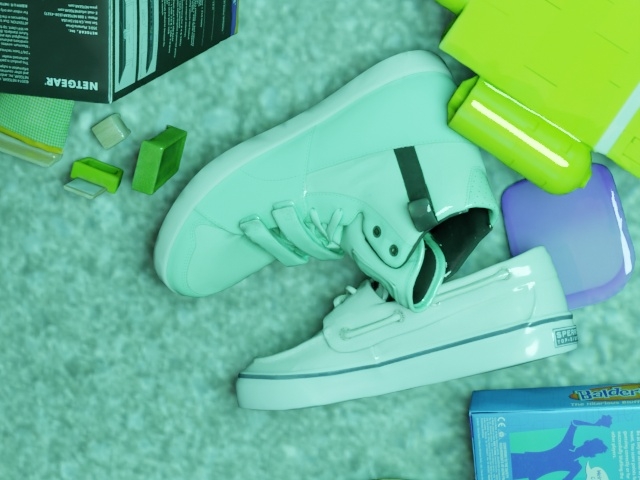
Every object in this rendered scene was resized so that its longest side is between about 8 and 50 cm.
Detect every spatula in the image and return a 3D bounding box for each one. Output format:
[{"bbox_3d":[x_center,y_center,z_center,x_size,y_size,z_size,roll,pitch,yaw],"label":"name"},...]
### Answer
[{"bbox_3d":[0.136,-0.096,1.172,0.084,0.030,0.296,-15,102,19],"label":"spatula"}]

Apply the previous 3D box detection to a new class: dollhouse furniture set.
[{"bbox_3d":[-0.176,-0.076,1.253,0.151,0.058,0.076,20,111,9],"label":"dollhouse furniture set"}]

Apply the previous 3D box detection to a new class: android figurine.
[{"bbox_3d":[0.189,-0.144,1.088,0.273,0.056,0.248,35,108,-2],"label":"android figurine"}]

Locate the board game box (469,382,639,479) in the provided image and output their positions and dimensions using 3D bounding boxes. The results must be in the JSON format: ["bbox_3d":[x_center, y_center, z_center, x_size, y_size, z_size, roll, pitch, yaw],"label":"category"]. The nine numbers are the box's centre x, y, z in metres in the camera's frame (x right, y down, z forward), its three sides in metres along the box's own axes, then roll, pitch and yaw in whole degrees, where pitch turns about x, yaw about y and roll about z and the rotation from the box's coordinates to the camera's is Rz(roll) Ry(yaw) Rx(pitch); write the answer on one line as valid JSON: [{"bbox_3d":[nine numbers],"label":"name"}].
[{"bbox_3d":[0.214,0.179,1.212,0.210,0.047,0.160,-3,105,9],"label":"board game box"}]

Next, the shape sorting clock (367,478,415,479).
[{"bbox_3d":[0.057,0.273,1.303,0.206,0.040,0.206,3,106,11],"label":"shape sorting clock"}]

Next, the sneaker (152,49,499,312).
[{"bbox_3d":[0.000,0.000,1.173,0.256,0.094,0.151,-35,56,21],"label":"sneaker"}]

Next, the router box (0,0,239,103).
[{"bbox_3d":[-0.233,-0.165,1.143,0.309,0.243,0.081,7,108,15],"label":"router box"}]

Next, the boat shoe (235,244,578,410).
[{"bbox_3d":[0.052,0.061,1.215,0.258,0.095,0.084,-14,86,24],"label":"boat shoe"}]
